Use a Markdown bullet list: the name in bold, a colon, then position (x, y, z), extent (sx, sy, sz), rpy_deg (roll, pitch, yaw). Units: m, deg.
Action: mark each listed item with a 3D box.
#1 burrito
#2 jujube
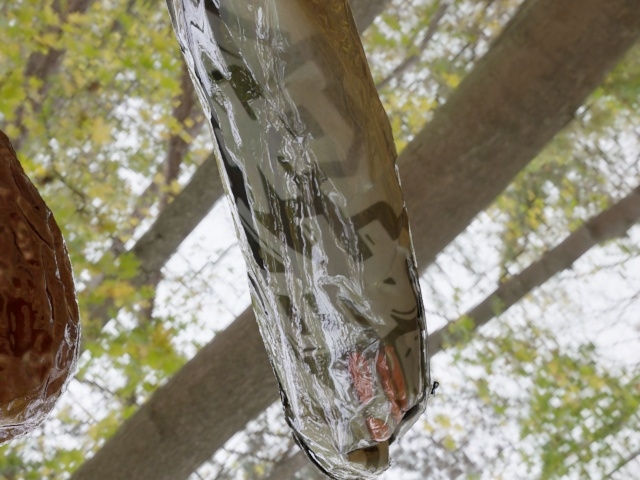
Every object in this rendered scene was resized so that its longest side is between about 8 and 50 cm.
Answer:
- **burrito**: position (0.000, 0.000, 0.625), extent (0.139, 0.101, 0.446), rpy_deg (34, 143, 55)
- **jujube**: position (-0.256, 0.031, 0.751), extent (0.168, 0.168, 0.237), rpy_deg (11, -118, -49)
